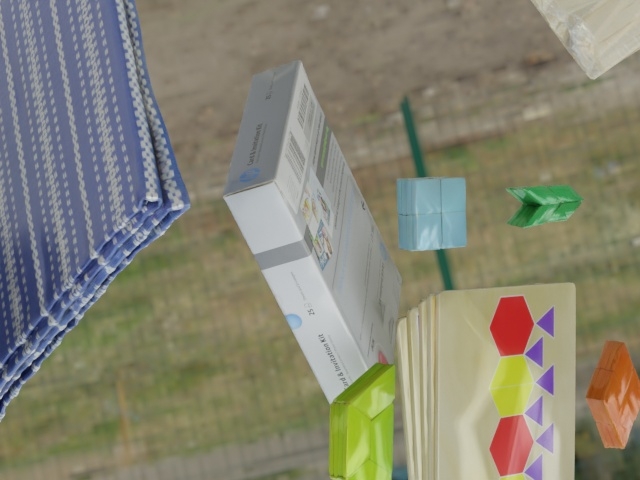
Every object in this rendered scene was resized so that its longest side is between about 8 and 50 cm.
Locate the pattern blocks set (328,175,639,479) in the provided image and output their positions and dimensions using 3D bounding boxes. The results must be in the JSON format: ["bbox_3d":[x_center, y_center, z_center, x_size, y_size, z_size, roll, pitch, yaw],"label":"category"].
[{"bbox_3d":[0.112,0.119,1.115,0.285,0.325,0.026,9,176,-42],"label":"pattern blocks set"}]

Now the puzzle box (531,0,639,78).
[{"bbox_3d":[0.284,-0.213,0.696,0.409,0.052,0.272,-32,175,-44],"label":"puzzle box"}]

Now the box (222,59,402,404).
[{"bbox_3d":[0.000,0.000,1.091,0.038,0.186,0.145,-17,-148,18],"label":"box"}]

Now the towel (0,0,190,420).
[{"bbox_3d":[-0.183,-0.041,1.081,0.040,0.243,0.336,4,149,-33],"label":"towel"}]
